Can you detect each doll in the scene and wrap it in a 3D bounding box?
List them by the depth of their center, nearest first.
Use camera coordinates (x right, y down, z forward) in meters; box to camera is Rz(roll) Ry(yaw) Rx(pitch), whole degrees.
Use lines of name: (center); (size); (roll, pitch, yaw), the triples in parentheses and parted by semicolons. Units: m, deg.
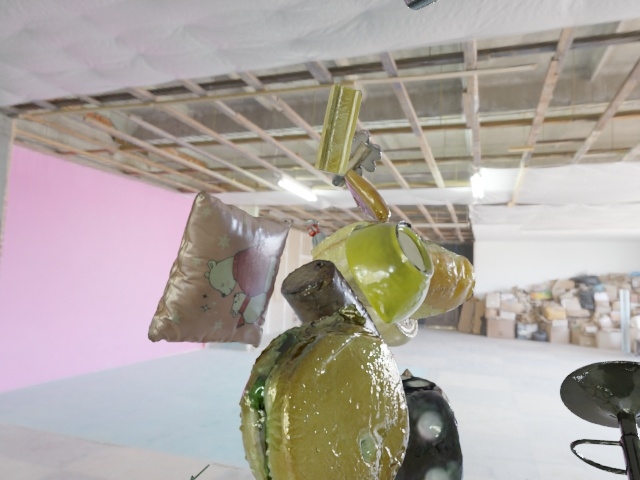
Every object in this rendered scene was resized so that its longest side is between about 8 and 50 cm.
doll: (0.000, 0.000, 1.592); (0.094, 0.180, 0.079); (11, -46, -44)

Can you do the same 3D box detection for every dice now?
dice: (0.101, 0.317, 0.727); (0.182, 0.183, 0.181); (-4, -7, -19)

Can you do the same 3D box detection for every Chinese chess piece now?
Chinese chess piece: (0.245, 0.254, 1.659); (0.104, 0.257, 0.257); (-29, -20, 27)

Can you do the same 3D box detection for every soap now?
soap: (0.054, -0.320, 1.348); (0.092, 0.252, 0.037); (10, 5, -21)

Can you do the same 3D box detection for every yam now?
yam: (0.040, 0.166, 0.897); (0.131, 0.280, 0.131); (-25, 25, 13)

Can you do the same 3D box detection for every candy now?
candy: (-0.274, 0.509, 0.986); (0.123, 0.035, 0.035); (-46, -16, 19)

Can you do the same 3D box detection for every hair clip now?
hair clip: (0.103, -0.255, 1.511); (0.075, 0.146, 0.257); (-39, -5, -46)

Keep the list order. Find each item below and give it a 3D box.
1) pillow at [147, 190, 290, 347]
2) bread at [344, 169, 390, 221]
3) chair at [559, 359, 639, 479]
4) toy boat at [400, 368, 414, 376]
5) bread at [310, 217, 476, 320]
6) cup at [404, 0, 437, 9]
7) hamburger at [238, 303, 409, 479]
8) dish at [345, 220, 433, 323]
pillow: (-0.141, 0.057, 0.722); (0.084, 0.236, 0.223); (19, 3, 35)
bread: (0.105, -0.117, 1.124); (0.054, 0.136, 0.154); (-40, 21, -5)
chair: (0.549, 0.431, 0.787); (0.226, 0.227, 0.401); (0, 37, 21)
toy boat: (0.172, 0.376, 1.103); (0.088, 0.068, 0.226); (34, 29, 11)
bread: (0.180, 0.072, 1.114); (0.375, 0.165, 0.236); (19, -34, -35)
cup: (0.222, -0.552, 1.021); (0.100, 0.078, 0.077); (-41, 20, -20)
hamburger: (-0.003, 0.188, 0.494); (0.122, 0.189, 0.215); (-11, 23, 39)
dish: (0.114, 0.028, 0.691); (0.149, 0.208, 0.080); (37, -58, -27)
